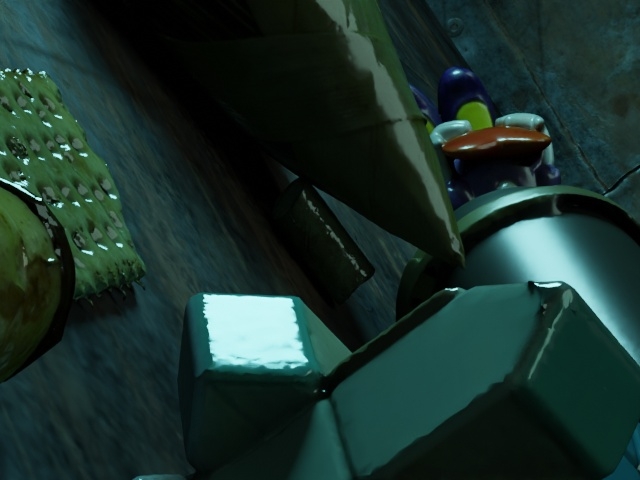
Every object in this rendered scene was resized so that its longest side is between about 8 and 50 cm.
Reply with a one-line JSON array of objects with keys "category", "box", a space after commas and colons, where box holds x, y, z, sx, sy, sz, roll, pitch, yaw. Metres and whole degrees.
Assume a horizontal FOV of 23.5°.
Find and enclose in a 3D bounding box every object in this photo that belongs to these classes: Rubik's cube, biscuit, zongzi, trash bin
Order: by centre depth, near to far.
[{"category": "Rubik's cube", "box": [0.033, 0.118, 0.556, 0.213, 0.224, 0.265, 46, 20, -27]}, {"category": "biscuit", "box": [-0.143, -0.029, 0.758, 0.144, 0.016, 0.203, 55, 14, 5]}, {"category": "zongzi", "box": [-0.027, -0.139, 1.112, 0.289, 0.154, 0.317, 34, 15, -46]}, {"category": "trash bin", "box": [0.176, 0.080, 1.150, 0.214, 0.214, 0.334, 47, 10, -28]}]

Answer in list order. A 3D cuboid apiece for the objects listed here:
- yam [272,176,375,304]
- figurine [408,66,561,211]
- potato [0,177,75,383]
[{"category": "yam", "box": [0.000, 0.000, 1.137, 0.094, 0.043, 0.043, 53, 13, -4]}, {"category": "figurine", "box": [0.190, -0.041, 1.720, 0.421, 0.154, 0.193, -120, -157, -59]}, {"category": "potato", "box": [-0.139, 0.015, 0.548, 0.096, 0.066, 0.103, 49, 15, -6]}]
